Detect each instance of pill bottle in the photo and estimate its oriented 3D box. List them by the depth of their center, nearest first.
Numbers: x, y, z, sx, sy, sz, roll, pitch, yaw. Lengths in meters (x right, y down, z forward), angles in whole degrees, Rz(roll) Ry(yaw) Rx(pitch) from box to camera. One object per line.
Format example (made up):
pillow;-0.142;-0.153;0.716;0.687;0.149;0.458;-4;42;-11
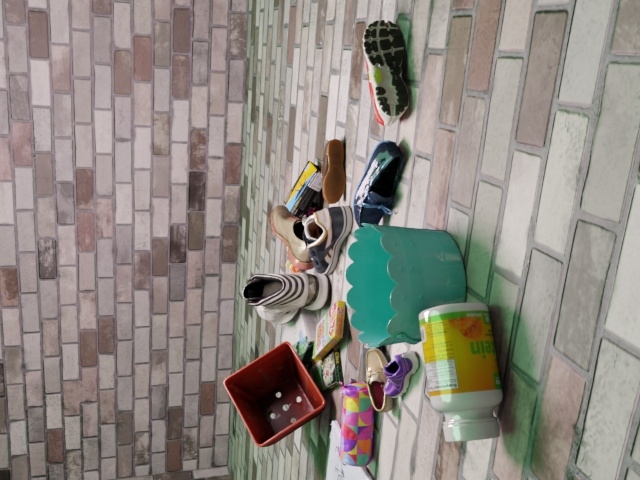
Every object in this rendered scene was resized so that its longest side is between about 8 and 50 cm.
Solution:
pill bottle;0.269;0.250;1.219;0.136;0.136;0.246;136;131;-66

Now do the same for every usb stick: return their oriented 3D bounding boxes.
usb stick;0.143;0.258;1.765;0.077;0.045;0.278;-176;86;-72

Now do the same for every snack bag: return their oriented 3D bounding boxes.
snack bag;0.085;0.781;1.981;0.342;0.037;0.323;-138;50;-66

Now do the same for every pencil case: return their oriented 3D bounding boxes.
pencil case;0.102;0.514;1.818;0.104;0.104;0.237;-166;75;-72

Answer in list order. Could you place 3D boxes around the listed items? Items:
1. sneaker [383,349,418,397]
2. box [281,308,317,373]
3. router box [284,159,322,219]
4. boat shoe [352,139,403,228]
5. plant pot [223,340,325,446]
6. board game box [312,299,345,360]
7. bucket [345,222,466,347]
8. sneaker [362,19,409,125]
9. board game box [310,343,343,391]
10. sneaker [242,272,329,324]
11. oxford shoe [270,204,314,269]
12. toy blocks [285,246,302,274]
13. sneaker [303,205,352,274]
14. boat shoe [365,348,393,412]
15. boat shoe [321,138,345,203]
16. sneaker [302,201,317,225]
sneaker;0.184;0.329;1.596;0.068;0.071;0.170;-108;24;-43
box;-0.078;0.380;2.442;0.322;0.058;0.232;107;156;-44
router box;-0.054;-0.178;2.255;0.179;0.046;0.133;-58;27;12
boat shoe;0.144;-0.128;1.656;0.089;0.108;0.259;-120;32;-51
plant pot;-0.142;0.561;2.260;0.267;0.267;0.236;55;172;27
board game box;0.023;0.302;2.109;0.259;0.039;0.124;118;161;-58
bucket;0.182;0.097;1.415;0.281;0.182;0.282;180;90;-73
sneaker;0.153;-0.422;1.630;0.118;0.107;0.279;121;148;-74
board game box;0.019;0.439;2.188;0.260;0.030;0.136;130;134;-64
sneaker;-0.182;0.186;2.293;0.447;0.257;0.169;-28;56;55
oxford shoe;-0.088;-0.044;2.385;0.348;0.122;0.130;56;139;44
toy blocks;-0.088;0.077;2.468;0.148;0.054;0.123;-150;62;-69
sneaker;0.000;0.000;2.080;0.321;0.127;0.126;109;152;-50
boat shoe;0.151;0.367;1.689;0.059;0.062;0.170;19;-125;-63
boat shoe;0.039;-0.216;2.042;0.073;0.073;0.207;174;102;-74
sneaker;-0.037;-0.101;2.287;0.170;0.063;0.075;-118;26;-64
